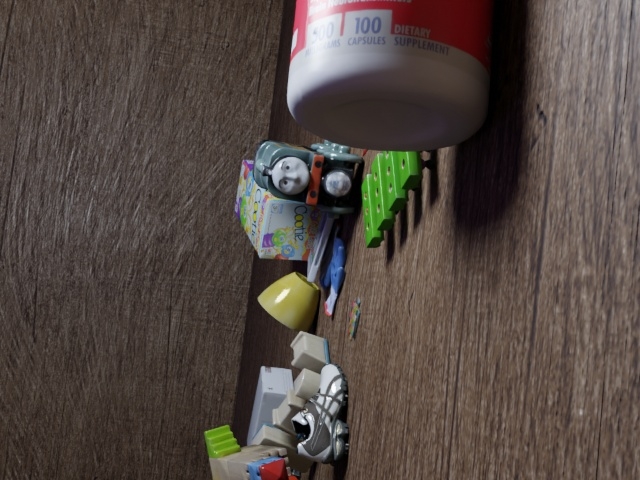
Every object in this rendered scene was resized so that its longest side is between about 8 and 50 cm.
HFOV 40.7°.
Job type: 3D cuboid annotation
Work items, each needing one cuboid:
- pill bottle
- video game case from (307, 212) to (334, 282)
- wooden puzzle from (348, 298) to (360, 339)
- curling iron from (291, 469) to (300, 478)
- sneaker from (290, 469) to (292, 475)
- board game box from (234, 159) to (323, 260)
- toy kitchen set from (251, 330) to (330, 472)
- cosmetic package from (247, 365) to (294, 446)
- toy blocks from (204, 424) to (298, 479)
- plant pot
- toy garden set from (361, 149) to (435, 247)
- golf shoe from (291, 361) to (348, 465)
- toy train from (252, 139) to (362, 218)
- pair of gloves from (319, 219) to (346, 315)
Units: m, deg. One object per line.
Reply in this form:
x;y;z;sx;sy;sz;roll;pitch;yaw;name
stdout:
0.091;-0.328;1.012;0.229;0.228;0.408;133;143;-74;pill bottle
0.000;0.000;1.817;0.157;0.019;0.143;-90;17;-75;video game case
0.058;0.138;1.508;0.049;0.006;0.083;-108;27;-69;wooden puzzle
-0.082;0.564;1.917;0.068;0.035;0.274;-96;17;-55;curling iron
-0.104;0.626;1.794;0.147;0.145;0.385;32;121;42;sneaker
-0.099;-0.075;2.042;0.275;0.142;0.144;-126;43;-60;board game box
-0.035;0.317;1.707;0.207;0.122;0.166;-55;21;24;toy kitchen set
-0.124;0.439;2.124;0.117;0.085;0.231;-103;24;-63;cosmetic package
-0.080;0.515;1.504;0.261;0.190;0.382;-19;82;61;toy blocks
-0.056;0.127;1.890;0.095;0.134;0.134;-54;15;7;plant pot
0.111;-0.129;1.267;0.244;0.049;0.204;115;154;-65;toy garden set
-0.002;0.291;1.493;0.198;0.093;0.077;-91;11;-46;golf shoe
-0.033;-0.132;1.702;0.334;0.190;0.142;-127;45;-77;toy train
0.023;0.048;1.742;0.198;0.023;0.159;-104;24;-64;pair of gloves
